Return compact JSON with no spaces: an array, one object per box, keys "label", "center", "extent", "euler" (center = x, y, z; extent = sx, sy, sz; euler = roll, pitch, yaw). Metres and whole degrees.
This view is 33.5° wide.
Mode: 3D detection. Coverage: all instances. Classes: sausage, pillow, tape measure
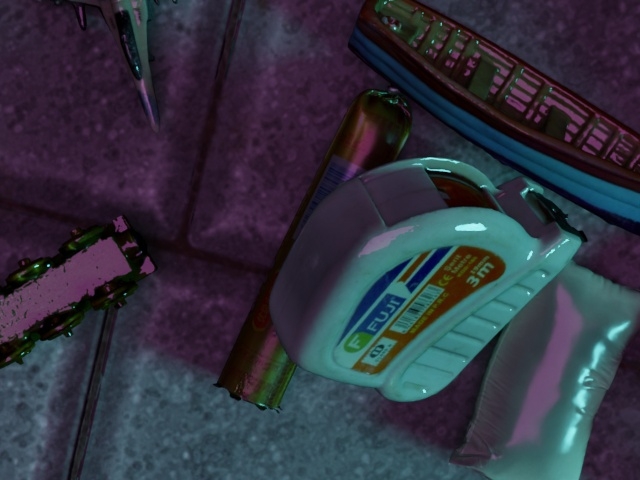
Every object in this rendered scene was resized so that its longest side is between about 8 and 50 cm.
[{"label":"sausage","center":[0.000,0.000,1.088],"extent":[0.082,0.082,0.371],"euler":[25,96,2]},{"label":"pillow","center":[0.241,0.140,1.078],"extent":[0.144,0.078,0.254],"euler":[21,95,2]},{"label":"tape measure","center":[0.088,0.028,1.010],"extent":[0.246,0.125,0.243],"euler":[21,118,-36]}]

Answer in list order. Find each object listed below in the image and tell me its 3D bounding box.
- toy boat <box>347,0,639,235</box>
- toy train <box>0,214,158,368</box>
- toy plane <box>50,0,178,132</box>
[{"label":"toy boat","center":[0.204,-0.120,1.046],"extent":[0.392,0.136,0.079],"euler":[32,127,-2]},{"label":"toy train","center":[-0.271,0.054,1.089],"extent":[0.226,0.137,0.090],"euler":[-30,94,3]},{"label":"toy plane","center":[-0.199,-0.241,1.085],"extent":[0.192,0.088,0.261],"euler":[-12,104,12]}]
